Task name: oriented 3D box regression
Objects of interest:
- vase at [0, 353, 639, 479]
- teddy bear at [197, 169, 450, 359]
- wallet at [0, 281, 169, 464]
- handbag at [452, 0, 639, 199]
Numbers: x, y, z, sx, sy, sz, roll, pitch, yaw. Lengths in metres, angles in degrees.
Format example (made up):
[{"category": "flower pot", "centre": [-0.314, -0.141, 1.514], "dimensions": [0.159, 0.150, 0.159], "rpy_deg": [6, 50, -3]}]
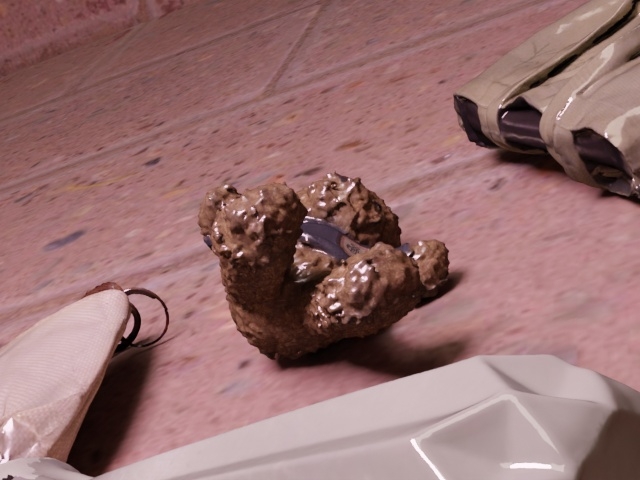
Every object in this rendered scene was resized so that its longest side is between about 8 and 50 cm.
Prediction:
[{"category": "vase", "centre": [-0.018, 0.142, 0.569], "dimensions": [0.360, 0.165, 0.165], "rpy_deg": [-13, 22, 41]}, {"category": "teddy bear", "centre": [-0.010, 0.018, 0.922], "dimensions": [0.129, 0.182, 0.251], "rpy_deg": [-61, -4, 14]}, {"category": "wallet", "centre": [-0.273, 0.153, 0.959], "dimensions": [0.335, 0.068, 0.275], "rpy_deg": [-28, 15, 7]}, {"category": "handbag", "centre": [0.260, -0.132, 1.014], "dimensions": [0.253, 0.109, 0.316], "rpy_deg": [-32, 21, -10]}]
